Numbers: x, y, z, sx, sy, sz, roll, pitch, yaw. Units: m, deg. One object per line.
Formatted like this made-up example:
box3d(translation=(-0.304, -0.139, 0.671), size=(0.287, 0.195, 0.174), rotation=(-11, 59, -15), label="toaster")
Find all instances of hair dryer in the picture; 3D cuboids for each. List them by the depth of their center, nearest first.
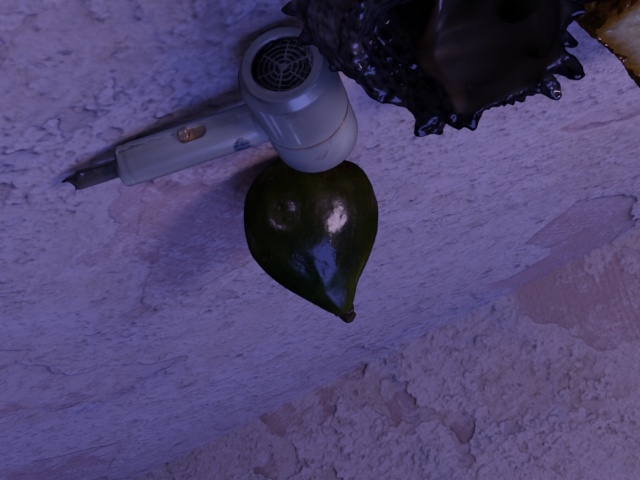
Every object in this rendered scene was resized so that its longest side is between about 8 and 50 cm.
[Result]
box3d(translation=(-0.141, -0.118, 0.977), size=(0.357, 0.108, 0.173), rotation=(-19, 157, 7), label="hair dryer")

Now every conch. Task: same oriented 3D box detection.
box3d(translation=(0.107, -0.223, 0.775), size=(0.186, 0.313, 0.241), rotation=(-48, 147, -31), label="conch")

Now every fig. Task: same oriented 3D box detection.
box3d(translation=(0.000, 0.000, 1.185), size=(0.195, 0.245, 0.195), rotation=(-23, 175, -2), label="fig")

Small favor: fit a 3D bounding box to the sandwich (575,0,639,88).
box3d(translation=(0.454, -0.319, 1.023), size=(0.262, 0.131, 0.325), rotation=(-36, 153, 27), label="sandwich")
